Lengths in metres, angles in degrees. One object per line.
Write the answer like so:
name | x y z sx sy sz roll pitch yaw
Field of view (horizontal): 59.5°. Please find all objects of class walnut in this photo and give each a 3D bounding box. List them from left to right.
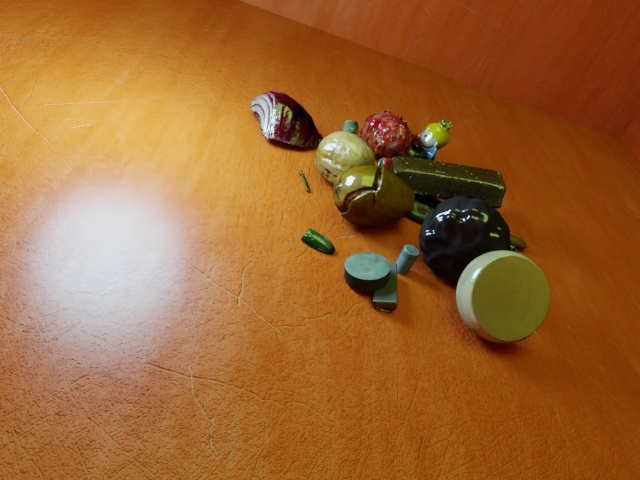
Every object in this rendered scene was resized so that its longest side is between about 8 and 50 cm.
walnut | 0.089 -0.283 1.992 0.222 0.195 0.195 40 37 23
walnut | 0.194 -0.146 1.876 0.337 0.208 0.209 6 37 -37

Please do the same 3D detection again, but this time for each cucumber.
cucumber | 0.000 0.000 1.703 0.108 0.035 0.067 30 33 6

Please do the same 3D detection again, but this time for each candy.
candy | 0.307 -0.284 2.226 0.293 0.059 0.086 3 81 -23

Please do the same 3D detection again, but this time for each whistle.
whistle | 0.106 -0.419 2.311 0.068 0.057 0.326 -16 27 22

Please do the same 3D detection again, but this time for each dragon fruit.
dragon fruit | 0.259 -0.428 2.294 0.205 0.209 0.268 2 9 -22

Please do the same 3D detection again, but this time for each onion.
onion | -0.119 -0.493 2.205 0.280 0.146 0.314 4 35 -33

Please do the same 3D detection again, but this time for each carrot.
carrot | 0.673 -0.019 2.101 0.298 0.078 0.078 22 34 -10

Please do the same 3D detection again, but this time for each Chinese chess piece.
Chinese chess piece | 0.523 0.161 1.605 0.274 0.273 0.102 16 -4 -11

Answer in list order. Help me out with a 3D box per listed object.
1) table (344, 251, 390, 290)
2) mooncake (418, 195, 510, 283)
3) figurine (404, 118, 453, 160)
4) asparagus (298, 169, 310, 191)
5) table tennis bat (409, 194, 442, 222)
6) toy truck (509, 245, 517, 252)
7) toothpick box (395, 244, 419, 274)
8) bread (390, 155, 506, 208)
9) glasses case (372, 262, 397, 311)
table | 0.135 0.088 1.619 0.134 0.043 0.133 1 35 -1
mooncake | 0.445 0.009 1.740 0.283 0.282 0.141 27 34 5
figurine | 0.434 -0.418 2.345 0.185 0.234 0.127 29 39 8
asparagus | -0.057 -0.212 1.970 0.018 0.015 0.127 7 37 -25
table tennis bat | 0.339 -0.138 2.087 0.329 0.044 0.215 12 37 -20
toy truck | 0.640 0.038 2.002 0.111 0.076 0.077 16 18 -7
toothpick box | 0.266 0.060 1.733 0.052 0.083 0.052 16 35 -11
bread | 0.465 -0.220 2.084 0.417 0.113 0.165 11 29 5
glasses case | 0.188 0.130 1.631 0.072 0.042 0.190 11 35 0
